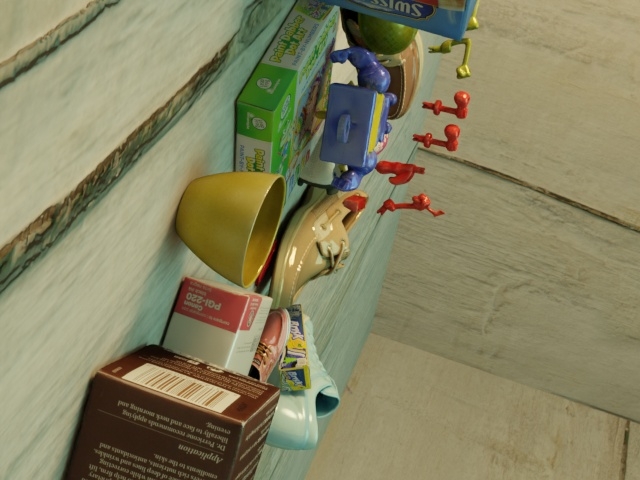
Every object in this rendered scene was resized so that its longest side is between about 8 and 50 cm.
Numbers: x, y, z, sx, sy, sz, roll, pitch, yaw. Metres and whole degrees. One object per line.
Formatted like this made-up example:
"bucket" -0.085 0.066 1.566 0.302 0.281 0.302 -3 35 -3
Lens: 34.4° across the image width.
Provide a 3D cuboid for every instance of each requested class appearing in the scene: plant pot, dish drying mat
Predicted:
"plant pot" -0.107 -0.023 1.166 0.134 0.095 0.134 18 90 -81
"dish drying mat" -0.087 0.036 1.683 0.032 0.008 0.083 100 12 -48

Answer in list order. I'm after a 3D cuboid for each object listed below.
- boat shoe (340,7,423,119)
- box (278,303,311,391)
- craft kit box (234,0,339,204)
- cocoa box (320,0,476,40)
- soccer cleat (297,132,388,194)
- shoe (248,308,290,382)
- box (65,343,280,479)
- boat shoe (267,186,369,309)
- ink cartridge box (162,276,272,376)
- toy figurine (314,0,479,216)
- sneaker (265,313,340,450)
"boat shoe" 0.079 -0.325 1.575 0.116 0.123 0.324 -49 138 -46
"box" -0.051 0.190 1.840 0.169 0.054 0.059 -97 -179 -53
"craft kit box" -0.046 -0.170 1.386 0.246 0.061 0.250 93 17 -50
"cocoa box" 0.128 -0.466 1.263 0.228 0.231 0.347 88 22 -67
"soccer cleat" 0.051 -0.194 1.713 0.331 0.116 0.143 -57 161 -59
"shoe" -0.101 0.193 1.733 0.081 0.063 0.178 30 83 -86
"box" -0.163 0.242 1.116 0.167 0.168 0.203 -24 132 -79
"boat shoe" 0.000 0.000 1.787 0.341 0.110 0.121 -64 173 -46
"ink cartridge box" -0.147 0.163 1.310 0.158 0.092 0.217 31 75 -81
"toy figurine" 0.086 -0.186 1.415 0.217 0.191 0.362 -31 135 -64
"sneaker" -0.036 0.270 1.923 0.366 0.150 0.135 -72 -177 -58
